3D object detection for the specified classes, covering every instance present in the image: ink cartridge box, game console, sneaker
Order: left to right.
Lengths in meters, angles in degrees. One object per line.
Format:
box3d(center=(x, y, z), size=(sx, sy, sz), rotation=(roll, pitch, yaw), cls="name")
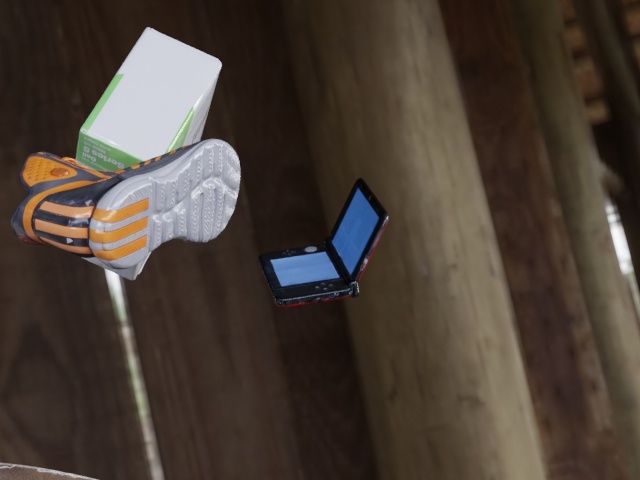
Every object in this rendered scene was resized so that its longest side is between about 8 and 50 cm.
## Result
box3d(center=(-0.225, -0.060, 1.590), size=(0.180, 0.125, 0.321), rotation=(12, 14, 23), cls="sneaker")
box3d(center=(-0.237, -0.108, 1.861), size=(0.114, 0.198, 0.273), rotation=(25, -36, 1), cls="ink cartridge box")
box3d(center=(0.000, 0.000, 1.472), size=(0.124, 0.085, 0.144), rotation=(-8, 20, -7), cls="game console")

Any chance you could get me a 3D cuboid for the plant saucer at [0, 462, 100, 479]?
box3d(center=(-0.340, 0.329, 1.713), size=(0.310, 0.050, 0.310), rotation=(6, -22, 2), cls="plant saucer")
